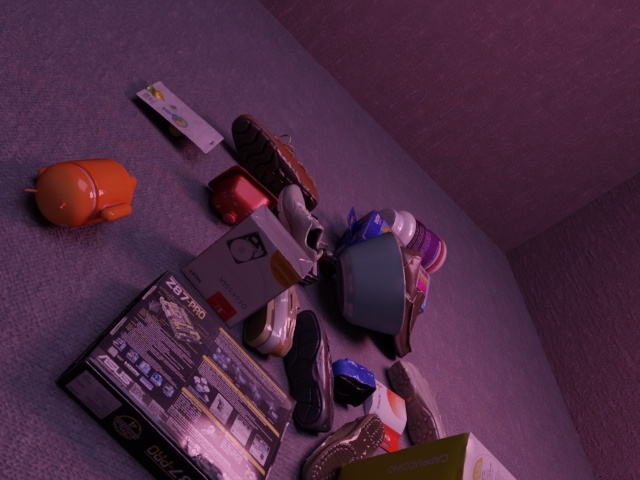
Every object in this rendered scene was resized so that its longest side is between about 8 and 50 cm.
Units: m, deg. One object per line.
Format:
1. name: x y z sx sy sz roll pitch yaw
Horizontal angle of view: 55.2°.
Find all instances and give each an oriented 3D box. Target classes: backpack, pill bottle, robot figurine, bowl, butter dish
1. backpack: 0.065 0.358 1.574 0.120 0.098 0.101 26 25 -24
2. pill bottle: 0.344 0.001 2.419 0.323 0.181 0.181 35 31 -37
3. robot figurine: -0.457 -0.094 1.190 0.158 0.128 0.219 66 24 -1
4. bowl: 0.137 0.131 1.818 0.311 0.163 0.311 178 -90 -85
5. butter dish: -0.221 -0.095 1.618 0.160 0.160 0.118 41 50 -24

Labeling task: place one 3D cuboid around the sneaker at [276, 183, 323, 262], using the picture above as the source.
1. sneaker: -0.042 -0.045 1.685 0.099 0.121 0.262 16 57 -45

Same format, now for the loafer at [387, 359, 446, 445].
1. loafer: 0.303 0.496 1.794 0.111 0.112 0.319 17 42 -40

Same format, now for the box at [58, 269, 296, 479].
1. box: -0.236 0.282 1.134 0.395 0.097 0.318 48 27 -12

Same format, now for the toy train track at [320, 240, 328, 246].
1. toy train track: 0.000 0.000 2.012 0.083 0.014 0.048 30 34 -43

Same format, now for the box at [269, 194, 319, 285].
1. box: -0.081 -0.002 1.758 0.175 0.051 0.220 28 49 -39

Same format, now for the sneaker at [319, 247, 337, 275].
1. sneaker: 0.000 0.043 1.887 0.188 0.071 0.066 32 33 -40

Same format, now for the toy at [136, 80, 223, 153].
1. toy: -0.393 -0.328 1.689 0.237 0.056 0.137 44 30 -10

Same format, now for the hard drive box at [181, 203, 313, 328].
1. hard drive box: -0.164 0.060 1.381 0.181 0.232 0.089 50 25 -7

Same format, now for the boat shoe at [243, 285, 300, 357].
1. boat shoe: -0.111 0.155 1.514 0.103 0.113 0.302 42 38 -28

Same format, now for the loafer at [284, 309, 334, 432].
1. loafer: -0.020 0.317 1.484 0.095 0.109 0.302 47 29 -46

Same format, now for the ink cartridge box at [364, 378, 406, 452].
1. ink cartridge box: 0.181 0.483 1.676 0.145 0.045 0.179 40 26 -27

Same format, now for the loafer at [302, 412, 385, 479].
1. loafer: 0.047 0.486 1.384 0.268 0.092 0.102 -21 85 -49

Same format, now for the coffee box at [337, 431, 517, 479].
1. coffee box: 0.214 0.619 1.138 0.334 0.338 0.338 46 38 -17

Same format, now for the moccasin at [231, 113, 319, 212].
1. moccasin: -0.136 -0.252 1.944 0.380 0.139 0.147 41 27 -27

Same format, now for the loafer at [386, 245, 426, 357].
1. loafer: 0.274 0.193 1.927 0.134 0.130 0.366 -123 -149 -78

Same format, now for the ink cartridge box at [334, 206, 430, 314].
1. ink cartridge box: 0.198 0.071 2.117 0.395 0.151 0.270 48 25 -9
